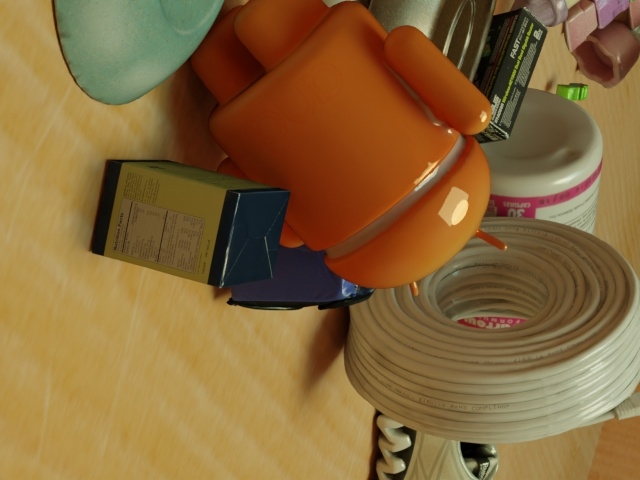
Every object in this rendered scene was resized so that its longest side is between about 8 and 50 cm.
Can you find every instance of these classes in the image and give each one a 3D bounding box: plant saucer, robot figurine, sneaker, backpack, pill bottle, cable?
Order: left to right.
[{"bbox_3d":[-0.082,-0.166,0.902,0.195,0.037,0.195,13,90,-72],"label":"plant saucer"},{"bbox_3d":[0.000,0.000,1.164,0.120,0.098,0.101,-1,96,-70],"label":"backpack"},{"bbox_3d":[0.017,-0.060,1.026,0.158,0.219,0.128,-41,-169,1],"label":"robot figurine"},{"bbox_3d":[0.112,0.246,1.644,0.110,0.118,0.292,-49,149,-58],"label":"sneaker"},{"bbox_3d":[0.092,-0.165,1.336,0.310,0.050,0.310,18,90,-76],"label":"plant saucer"},{"bbox_3d":[0.148,0.072,1.403,0.257,0.257,0.089,-17,125,-19],"label":"cable"},{"bbox_3d":[0.187,0.006,1.616,0.160,0.160,0.283,-57,153,-45],"label":"pill bottle"}]

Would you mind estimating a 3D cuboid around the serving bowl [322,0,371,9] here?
[{"bbox_3d":[0.029,-0.193,1.220,0.083,0.027,0.083,15,90,-72],"label":"serving bowl"}]

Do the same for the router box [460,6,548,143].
[{"bbox_3d":[0.145,-0.145,1.487,0.038,0.092,0.122,35,66,-31],"label":"router box"}]

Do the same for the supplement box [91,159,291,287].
[{"bbox_3d":[-0.074,-0.011,0.958,0.083,0.083,0.056,-7,110,-71],"label":"supplement box"}]

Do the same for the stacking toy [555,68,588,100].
[{"bbox_3d":[0.335,-0.272,2.036,0.221,0.052,0.167,-34,133,-61],"label":"stacking toy"}]

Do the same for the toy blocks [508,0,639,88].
[{"bbox_3d":[0.261,-0.267,1.574,0.260,0.309,0.288,-39,141,-17],"label":"toy blocks"}]
